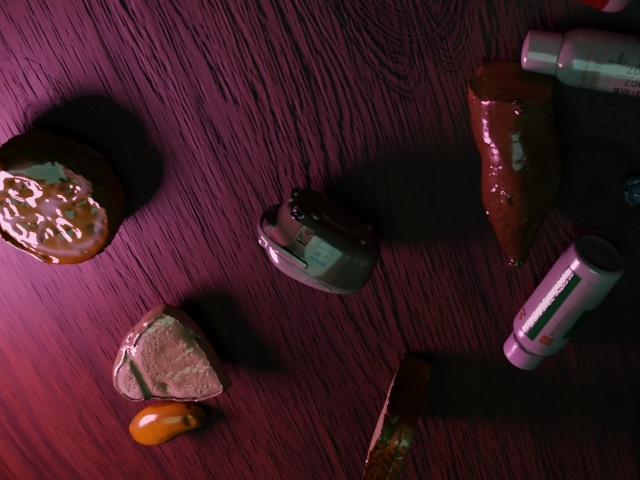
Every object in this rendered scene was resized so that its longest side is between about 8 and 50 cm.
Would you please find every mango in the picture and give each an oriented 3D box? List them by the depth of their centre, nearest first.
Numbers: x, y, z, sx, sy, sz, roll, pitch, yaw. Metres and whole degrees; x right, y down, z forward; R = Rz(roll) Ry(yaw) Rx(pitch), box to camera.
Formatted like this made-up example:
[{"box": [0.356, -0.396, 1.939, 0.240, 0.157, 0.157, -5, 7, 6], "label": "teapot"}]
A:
[{"box": [-0.333, 0.390, 2.002, 0.190, 0.075, 0.098, -18, 134, 26], "label": "mango"}]

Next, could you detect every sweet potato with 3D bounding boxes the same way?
[{"box": [0.295, -0.094, 1.363, 0.131, 0.131, 0.336, -1, 127, 21], "label": "sweet potato"}]

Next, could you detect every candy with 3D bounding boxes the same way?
[{"box": [-0.475, -0.073, 1.661, 0.260, 0.118, 0.259, 8, 130, 10], "label": "candy"}]

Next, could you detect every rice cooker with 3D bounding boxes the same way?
[{"box": [0.000, 0.000, 1.531, 0.206, 0.145, 0.127, 34, 118, -4], "label": "rice cooker"}]

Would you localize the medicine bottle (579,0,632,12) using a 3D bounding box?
[{"box": [0.280, -0.380, 1.137, 0.250, 0.131, 0.131, 24, 131, 1], "label": "medicine bottle"}]

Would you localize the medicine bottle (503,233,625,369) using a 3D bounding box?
[{"box": [0.384, 0.107, 1.508, 0.095, 0.095, 0.260, 26, 130, -2], "label": "medicine bottle"}]

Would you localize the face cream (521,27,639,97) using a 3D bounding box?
[{"box": [0.403, -0.233, 1.241, 0.269, 0.082, 0.082, 11, 129, 11], "label": "face cream"}]

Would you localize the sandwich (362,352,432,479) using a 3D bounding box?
[{"box": [0.139, 0.330, 1.694, 0.065, 0.214, 0.186, 19, 128, 5], "label": "sandwich"}]

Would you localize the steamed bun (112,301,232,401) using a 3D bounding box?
[{"box": [-0.311, 0.224, 1.840, 0.213, 0.110, 0.231, -21, 116, 12], "label": "steamed bun"}]

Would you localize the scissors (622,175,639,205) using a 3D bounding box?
[{"box": [0.635, -0.056, 1.329, 0.393, 0.032, 0.180, 6, 129, 14], "label": "scissors"}]
